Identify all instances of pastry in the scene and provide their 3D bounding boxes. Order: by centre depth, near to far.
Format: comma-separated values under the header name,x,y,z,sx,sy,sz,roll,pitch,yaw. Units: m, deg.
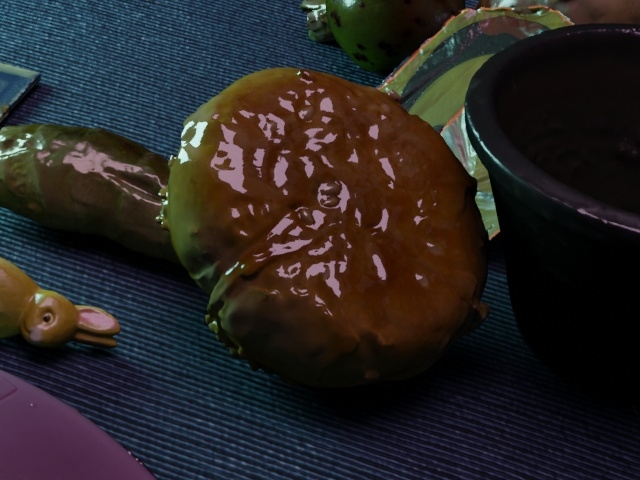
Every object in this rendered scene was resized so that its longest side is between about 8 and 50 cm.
name,x,y,z,sx,sy,sz,roll,pitch,yaw
pastry,0.000,0.000,1.486,0.315,0.184,0.284,47,59,7

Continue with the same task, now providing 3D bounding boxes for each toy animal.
name,x,y,z,sx,sy,sz,roll,pitch,yaw
toy animal,-0.260,0.064,1.472,0.159,0.083,0.070,21,44,6

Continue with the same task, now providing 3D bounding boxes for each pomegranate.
name,x,y,z,sx,sy,sz,roll,pitch,yaw
pomegranate,0.078,-0.295,1.956,0.179,0.179,0.210,-15,28,-27

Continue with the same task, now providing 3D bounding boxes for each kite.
name,x,y,z,sx,sy,sz,roll,pitch,yaw
kite,0.175,-0.119,1.718,0.378,0.013,0.327,-3,60,30

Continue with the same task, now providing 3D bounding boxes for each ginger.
name,x,y,z,sx,sy,sz,roll,pitch,yaw
ginger,-0.214,-0.054,1.616,0.263,0.109,0.116,17,7,14

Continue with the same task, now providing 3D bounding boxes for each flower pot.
name,x,y,z,sx,sy,sz,roll,pitch,yaw
flower pot,0.297,-0.008,1.502,0.379,0.251,0.379,5,36,-4

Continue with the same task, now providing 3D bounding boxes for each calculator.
name,x,y,z,sx,sy,sz,roll,pitch,yaw
calculator,-0.217,0.200,1.197,0.294,0.043,0.194,34,43,28

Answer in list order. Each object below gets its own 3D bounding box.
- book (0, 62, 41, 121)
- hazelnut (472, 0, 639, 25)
name,x,y,z,sx,sy,sz,roll,pitch,yaw
book,-0.474,-0.130,1.762,0.228,0.018,0.322,15,36,11
hazelnut,0.296,-0.234,1.878,0.261,0.261,0.241,2,60,-6
